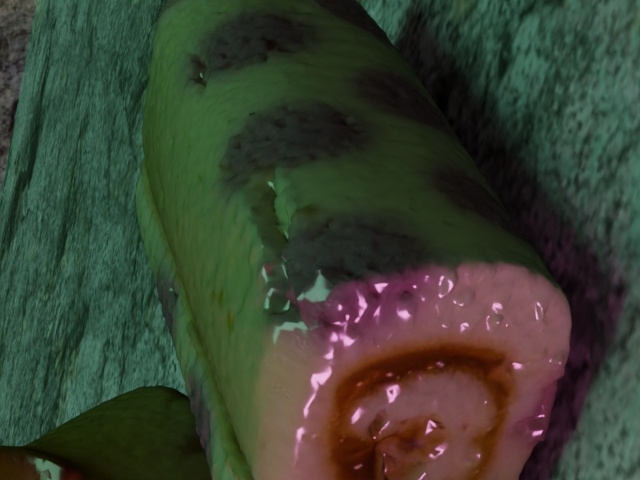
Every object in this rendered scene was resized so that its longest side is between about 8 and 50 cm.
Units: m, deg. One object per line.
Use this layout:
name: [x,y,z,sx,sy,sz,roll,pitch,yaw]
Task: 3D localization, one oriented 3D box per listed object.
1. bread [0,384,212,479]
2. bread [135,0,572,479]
bread: [-0.087,0.212,0.740,0.269,0.148,0.270,26,131,34]
bread: [0.000,0.000,0.707,0.338,0.155,0.187,-117,32,-52]
